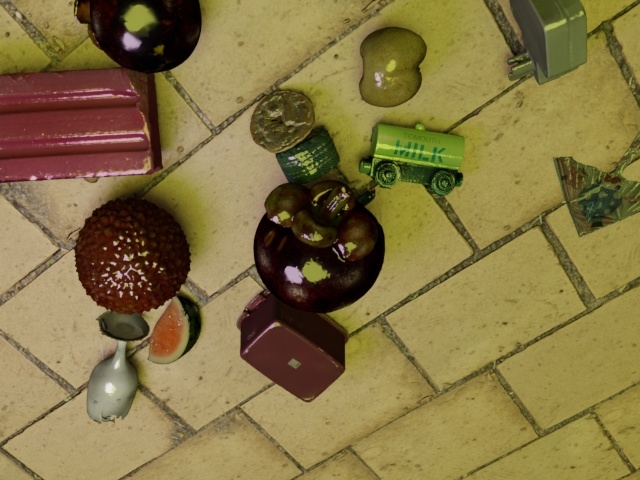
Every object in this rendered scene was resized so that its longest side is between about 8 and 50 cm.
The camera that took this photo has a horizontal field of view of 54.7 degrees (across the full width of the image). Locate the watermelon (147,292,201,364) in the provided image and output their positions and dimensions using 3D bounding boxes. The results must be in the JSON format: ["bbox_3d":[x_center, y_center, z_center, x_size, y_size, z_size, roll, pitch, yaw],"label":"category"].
[{"bbox_3d":[-0.392,0.250,1.670,0.119,0.063,0.245,30,118,4],"label":"watermelon"}]

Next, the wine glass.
[{"bbox_3d":[-0.550,0.340,1.660,0.143,0.143,0.321,15,118,-9],"label":"wine glass"}]

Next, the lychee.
[{"bbox_3d":[-0.439,0.038,1.446,0.275,0.304,0.276,3,84,-26],"label":"lychee"}]

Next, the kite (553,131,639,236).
[{"bbox_3d":[0.720,-0.142,1.537,0.335,0.011,0.314,17,115,-11],"label":"kite"}]

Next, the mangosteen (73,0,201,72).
[{"bbox_3d":[-0.369,-0.450,1.242,0.265,0.228,0.228,6,120,28],"label":"mangosteen"}]

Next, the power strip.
[{"bbox_3d":[0.444,-0.431,1.276,0.141,0.230,0.261,-22,150,13],"label":"power strip"}]

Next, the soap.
[{"bbox_3d":[-0.537,-0.250,1.341,0.359,0.128,0.233,-3,99,-1],"label":"soap"}]

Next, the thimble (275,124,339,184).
[{"bbox_3d":[-0.030,-0.194,1.422,0.135,0.118,0.090,-22,117,11],"label":"thimble"}]

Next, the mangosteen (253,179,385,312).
[{"bbox_3d":[0.000,0.000,1.407,0.306,0.307,0.347,3,144,-4],"label":"mangosteen"}]

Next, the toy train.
[{"bbox_3d":[0.220,-0.196,1.448,0.253,0.105,0.157,7,103,-7],"label":"toy train"}]

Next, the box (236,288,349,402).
[{"bbox_3d":[-0.071,0.275,1.630,0.294,0.167,0.193,38,107,-19],"label":"box"}]

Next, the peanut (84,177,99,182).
[{"bbox_3d":[-0.528,-0.186,1.447,0.053,0.054,0.113,15,112,-10],"label":"peanut"}]

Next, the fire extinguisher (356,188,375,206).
[{"bbox_3d":[0.108,-0.098,1.530,0.083,0.025,0.038,-37,150,15],"label":"fire extinguisher"}]

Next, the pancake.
[{"bbox_3d":[-0.086,-0.267,1.390,0.158,0.158,0.028,-25,159,10],"label":"pancake"}]

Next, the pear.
[{"bbox_3d":[0.151,-0.368,1.320,0.136,0.167,0.167,-1,117,-5],"label":"pear"}]
